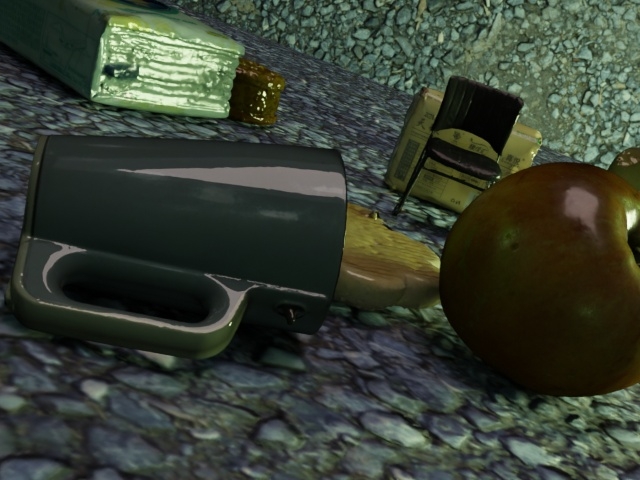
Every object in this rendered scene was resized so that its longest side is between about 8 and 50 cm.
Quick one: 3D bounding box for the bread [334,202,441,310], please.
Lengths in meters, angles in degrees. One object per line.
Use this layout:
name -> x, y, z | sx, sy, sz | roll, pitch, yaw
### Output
bread -> 0.000, 0.000, 0.961 | 0.316, 0.054, 0.316 | 20, 16, -6

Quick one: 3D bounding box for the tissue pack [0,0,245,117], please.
tissue pack -> -0.354, -0.344, 1.467 | 0.388, 0.162, 0.287 | 34, 22, 37

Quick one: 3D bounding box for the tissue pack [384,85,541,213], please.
tissue pack -> 0.233, -0.138, 1.449 | 0.222, 0.186, 0.090 | 22, 28, 5

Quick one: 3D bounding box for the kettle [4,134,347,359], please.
kettle -> -0.112, 0.008, 0.691 | 0.243, 0.160, 0.210 | 6, 47, -13

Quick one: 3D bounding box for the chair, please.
chair -> 0.217, -0.127, 1.324 | 0.140, 0.221, 0.145 | 21, 16, 4

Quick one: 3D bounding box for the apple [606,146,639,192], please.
apple -> 0.672, -0.072, 1.650 | 0.279, 0.279, 0.279 | 18, 16, -6

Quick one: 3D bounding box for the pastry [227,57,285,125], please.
pastry -> -0.158, -0.284, 1.604 | 0.189, 0.103, 0.189 | 19, 15, -5

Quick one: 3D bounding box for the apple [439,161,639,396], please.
apple -> 0.230, 0.042, 0.843 | 0.237, 0.207, 0.237 | 22, 52, -31
